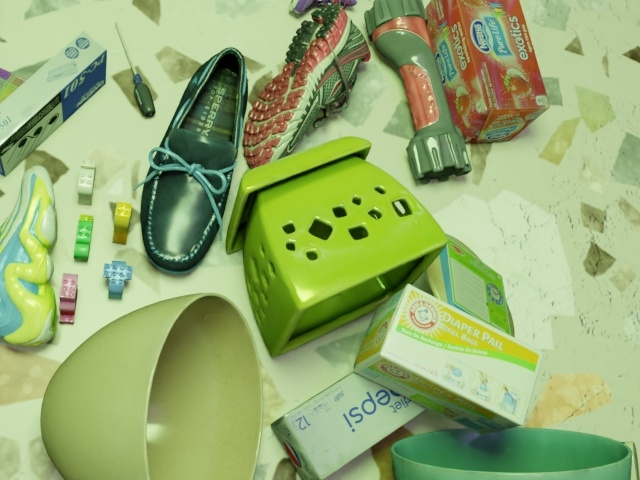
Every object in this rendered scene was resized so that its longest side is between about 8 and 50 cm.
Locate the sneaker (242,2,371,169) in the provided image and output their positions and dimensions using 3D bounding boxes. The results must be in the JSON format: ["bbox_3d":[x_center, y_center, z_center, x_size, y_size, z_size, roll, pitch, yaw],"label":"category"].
[{"bbox_3d":[-0.012,-0.221,1.167,0.112,0.121,0.299,41,70,-34],"label":"sneaker"}]

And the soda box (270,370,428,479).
[{"bbox_3d":[0.079,0.216,1.052,0.286,0.091,0.098,-29,80,-23],"label":"soda box"}]

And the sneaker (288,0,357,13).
[{"bbox_3d":[0.024,-0.415,1.267,0.170,0.068,0.071,-32,89,-24],"label":"sneaker"}]

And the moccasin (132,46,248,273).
[{"bbox_3d":[-0.182,-0.127,1.076,0.138,0.117,0.341,12,69,-13],"label":"moccasin"}]

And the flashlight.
[{"bbox_3d":[0.151,-0.245,1.232,0.103,0.103,0.303,8,67,-58],"label":"flashlight"}]

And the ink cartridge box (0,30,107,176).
[{"bbox_3d":[-0.381,-0.188,1.049,0.046,0.097,0.207,38,65,-1],"label":"ink cartridge box"}]

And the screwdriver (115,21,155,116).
[{"bbox_3d":[-0.282,-0.262,1.144,0.024,0.025,0.169,-17,78,-21],"label":"screwdriver"}]

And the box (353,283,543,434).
[{"bbox_3d":[0.163,0.157,0.985,0.203,0.114,0.103,27,65,-5],"label":"box"}]

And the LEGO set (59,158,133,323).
[{"bbox_3d":[-0.291,-0.007,1.016,0.087,0.093,0.227,6,70,-15],"label":"LEGO set"}]

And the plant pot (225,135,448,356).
[{"bbox_3d":[0.000,0.000,1.036,0.227,0.228,0.207,-23,72,-22],"label":"plant pot"}]

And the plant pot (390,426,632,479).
[{"bbox_3d":[0.239,0.376,0.952,0.293,0.293,0.235,-1,86,-17],"label":"plant pot"}]

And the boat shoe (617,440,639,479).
[{"bbox_3d":[0.439,0.402,1.126,0.065,0.075,0.206,-5,74,27],"label":"boat shoe"}]

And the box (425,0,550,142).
[{"bbox_3d":[0.268,-0.302,1.266,0.123,0.128,0.256,-5,74,-18],"label":"box"}]

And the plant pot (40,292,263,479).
[{"bbox_3d":[-0.211,0.204,0.898,0.191,0.284,0.284,-2,69,19],"label":"plant pot"}]

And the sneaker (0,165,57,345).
[{"bbox_3d":[-0.405,0.016,0.976,0.126,0.091,0.240,-1,73,-16],"label":"sneaker"}]

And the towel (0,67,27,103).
[{"bbox_3d":[-0.456,-0.216,1.084,0.083,0.009,0.060,25,67,-6],"label":"towel"}]

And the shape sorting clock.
[{"bbox_3d":[0.219,0.079,1.126,0.206,0.040,0.206,31,42,-33],"label":"shape sorting clock"}]
